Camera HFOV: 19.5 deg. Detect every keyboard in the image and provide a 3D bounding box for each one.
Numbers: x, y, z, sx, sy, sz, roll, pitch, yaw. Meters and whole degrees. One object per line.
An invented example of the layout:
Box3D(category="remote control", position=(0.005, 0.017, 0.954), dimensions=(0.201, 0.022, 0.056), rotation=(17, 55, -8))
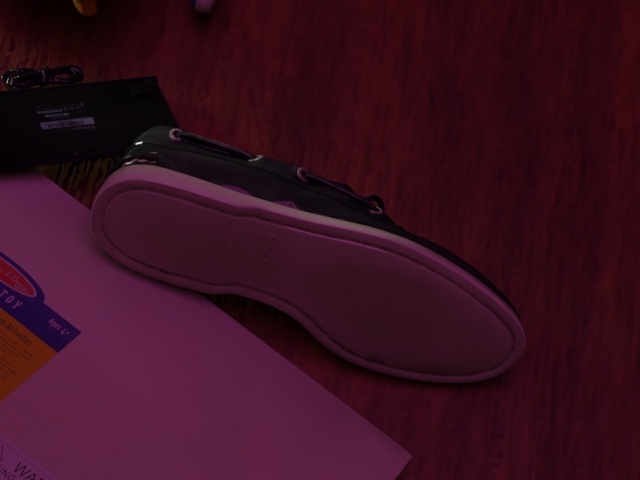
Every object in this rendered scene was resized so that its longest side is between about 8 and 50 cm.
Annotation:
Box3D(category="keyboard", position=(-0.203, -0.096, 1.443), dimensions=(0.180, 0.023, 0.108), rotation=(-8, 51, -27))

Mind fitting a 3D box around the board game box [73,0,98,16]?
Box3D(category="board game box", position=(-0.224, -0.407, 1.539), dimensions=(0.390, 0.050, 0.390), rotation=(31, 67, 18))

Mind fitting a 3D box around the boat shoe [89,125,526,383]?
Box3D(category="boat shoe", position=(-0.002, 0.003, 1.406), dimensions=(0.340, 0.127, 0.113), rotation=(17, 38, -6))

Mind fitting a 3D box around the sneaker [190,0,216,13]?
Box3D(category="sneaker", position=(-0.113, -0.256, 1.522), dimensions=(0.084, 0.058, 0.152), rotation=(12, 63, -8))

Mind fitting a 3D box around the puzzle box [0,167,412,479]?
Box3D(category="puzzle box", position=(-0.164, 0.117, 1.315), dimensions=(0.409, 0.052, 0.272), rotation=(37, 42, 9))
